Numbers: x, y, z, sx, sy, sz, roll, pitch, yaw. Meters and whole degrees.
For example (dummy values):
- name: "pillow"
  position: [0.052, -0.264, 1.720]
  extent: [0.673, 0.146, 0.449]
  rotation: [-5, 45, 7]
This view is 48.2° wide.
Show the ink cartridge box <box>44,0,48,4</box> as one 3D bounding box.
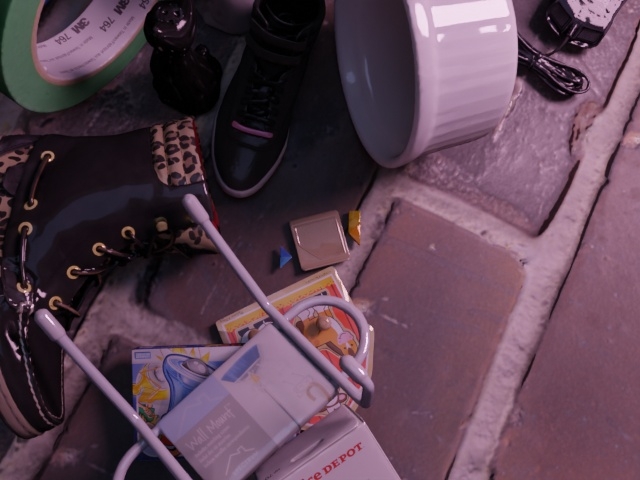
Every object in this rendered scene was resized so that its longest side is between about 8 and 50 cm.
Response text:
- name: "ink cartridge box"
  position: [-0.572, -0.331, 0.891]
  extent: [0.285, 0.166, 0.395]
  rotation: [42, 78, 7]

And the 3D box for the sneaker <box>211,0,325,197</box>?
- name: "sneaker"
  position: [-0.073, -0.206, 0.915]
  extent: [0.105, 0.147, 0.295]
  rotation: [18, 80, -2]

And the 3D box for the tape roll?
- name: "tape roll"
  position: [-0.277, -0.302, 0.832]
  extent: [0.077, 0.321, 0.321]
  rotation: [37, 79, 4]

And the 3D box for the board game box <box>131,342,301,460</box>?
- name: "board game box"
  position: [-0.126, 0.195, 0.873]
  extent: [0.201, 0.035, 0.136]
  rotation: [-3, 89, 1]

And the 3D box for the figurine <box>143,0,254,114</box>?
- name: "figurine"
  position: [-0.145, -0.290, 0.894]
  extent: [0.092, 0.209, 0.214]
  rotation: [25, 78, 1]

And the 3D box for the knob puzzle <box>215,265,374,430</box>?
- name: "knob puzzle"
  position: [-0.018, 0.153, 0.908]
  extent: [0.213, 0.030, 0.213]
  rotation: [1, 79, -4]

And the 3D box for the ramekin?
- name: "ramekin"
  position: [0.122, -0.235, 0.874]
  extent: [0.135, 0.277, 0.277]
  rotation: [-12, 80, -14]

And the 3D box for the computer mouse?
- name: "computer mouse"
  position: [0.340, -0.347, 1.014]
  extent: [0.184, 0.060, 0.262]
  rotation: [27, 90, -2]

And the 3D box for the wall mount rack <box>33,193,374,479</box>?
- name: "wall mount rack"
  position: [-0.120, 0.133, 0.781]
  extent: [0.350, 0.130, 0.304]
  rotation: [-41, 67, -18]

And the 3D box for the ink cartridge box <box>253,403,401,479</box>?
- name: "ink cartridge box"
  position: [0.030, 0.310, 0.827]
  extent: [0.140, 0.082, 0.190]
  rotation: [-32, 100, -9]

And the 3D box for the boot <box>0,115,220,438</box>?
- name: "boot"
  position: [-0.261, 0.023, 0.863]
  extent: [0.284, 0.138, 0.377]
  rotation: [-11, 69, -6]

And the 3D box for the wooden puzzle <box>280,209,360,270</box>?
- name: "wooden puzzle"
  position: [0.000, 0.000, 0.948]
  extent: [0.116, 0.014, 0.078]
  rotation: [-7, 75, -5]
